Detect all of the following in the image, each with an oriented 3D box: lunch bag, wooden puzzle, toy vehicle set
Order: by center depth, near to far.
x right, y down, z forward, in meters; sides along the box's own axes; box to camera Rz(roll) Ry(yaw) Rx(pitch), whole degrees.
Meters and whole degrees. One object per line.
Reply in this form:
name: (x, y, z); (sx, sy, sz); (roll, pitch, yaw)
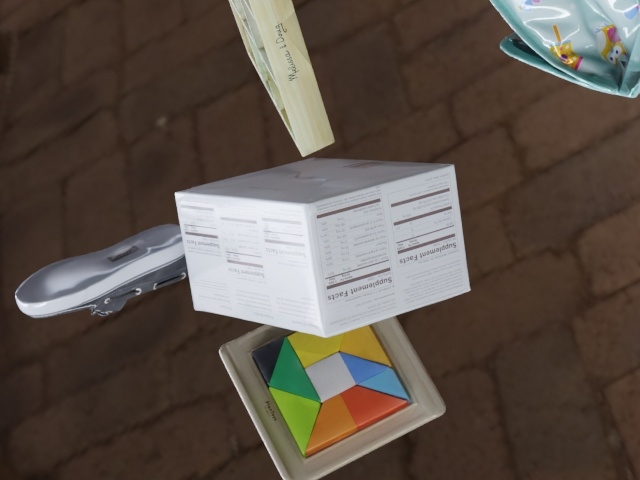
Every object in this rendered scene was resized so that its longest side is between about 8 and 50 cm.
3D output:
lunch bag: (0.233, -0.249, 1.345); (0.160, 0.262, 0.223); (-35, -2, 28)
toy vehicle set: (-0.058, -0.223, 1.394); (0.035, 0.267, 0.166); (-24, 49, -4)
wooden puzzle: (0.015, 0.180, 1.989); (0.239, 0.044, 0.221); (-25, 69, -11)

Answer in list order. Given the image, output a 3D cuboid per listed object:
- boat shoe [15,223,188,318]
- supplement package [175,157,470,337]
boat shoe: (-0.255, 0.053, 1.816); (0.228, 0.076, 0.080); (-26, 37, -30)
supplement package: (0.000, 0.000, 1.670); (0.204, 0.145, 0.262); (-16, 14, -34)
